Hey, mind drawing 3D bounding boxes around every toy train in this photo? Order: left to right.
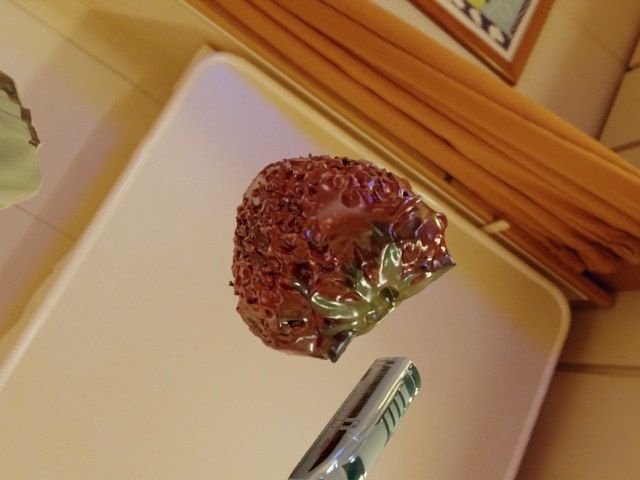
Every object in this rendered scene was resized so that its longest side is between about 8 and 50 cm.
[{"bbox_3d":[0.063,0.329,1.132,0.088,0.087,0.407,-9,-163,31],"label":"toy train"}]

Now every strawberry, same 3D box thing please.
[{"bbox_3d":[0.000,0.000,0.611,0.201,0.184,0.187,52,-44,31],"label":"strawberry"}]

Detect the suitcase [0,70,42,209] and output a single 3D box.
[{"bbox_3d":[-0.495,-0.080,0.668,0.351,0.194,0.339,-16,177,1],"label":"suitcase"}]
